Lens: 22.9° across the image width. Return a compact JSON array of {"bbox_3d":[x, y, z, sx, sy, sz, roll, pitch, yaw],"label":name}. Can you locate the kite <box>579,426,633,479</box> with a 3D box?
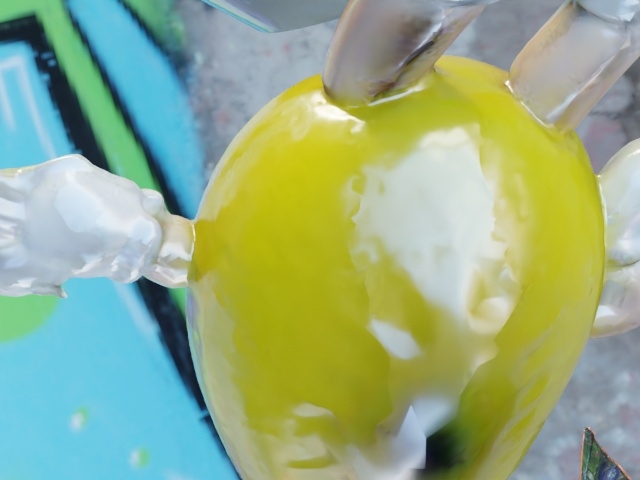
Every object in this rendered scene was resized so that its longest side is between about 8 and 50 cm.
[{"bbox_3d":[0.260,0.235,1.262,0.190,0.010,0.159,47,114,9],"label":"kite"}]

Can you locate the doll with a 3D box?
[{"bbox_3d":[0.029,-0.020,0.758,0.423,0.348,0.161,-42,32,21],"label":"doll"}]

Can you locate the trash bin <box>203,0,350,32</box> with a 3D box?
[{"bbox_3d":[-0.016,-0.161,0.856,0.116,0.130,0.059,-10,81,19],"label":"trash bin"}]
